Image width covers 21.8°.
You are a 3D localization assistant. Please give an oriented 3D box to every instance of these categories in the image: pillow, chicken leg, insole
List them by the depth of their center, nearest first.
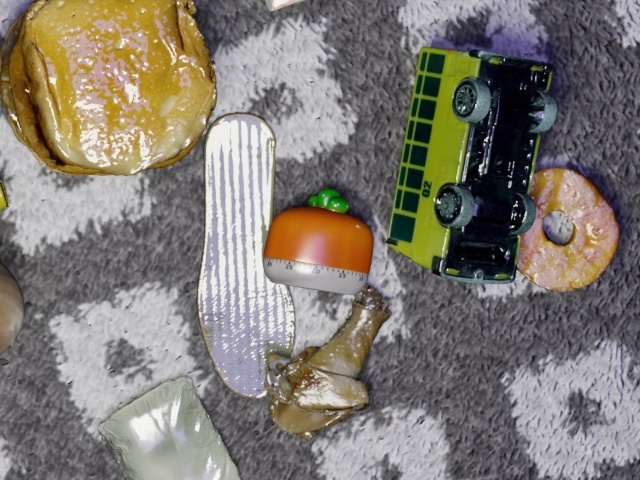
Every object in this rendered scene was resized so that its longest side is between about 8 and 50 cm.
[{"bbox_3d":[0.019,0.152,1.990,0.196,0.080,0.125,-37,99,-6],"label":"chicken leg"},{"bbox_3d":[-0.091,0.021,1.991,0.119,0.009,0.348,-2,98,-6],"label":"insole"},{"bbox_3d":[-0.167,0.283,1.996,0.128,0.051,0.229,-25,102,-1],"label":"pillow"}]

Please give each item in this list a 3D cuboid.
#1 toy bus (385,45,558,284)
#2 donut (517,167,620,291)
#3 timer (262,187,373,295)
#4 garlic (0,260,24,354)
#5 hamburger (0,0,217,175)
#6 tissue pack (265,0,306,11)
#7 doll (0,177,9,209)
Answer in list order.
[{"bbox_3d":[0.171,-0.090,1.937,0.128,0.150,0.262,6,97,-35],"label":"toy bus"},{"bbox_3d":[0.283,-0.015,2.009,0.152,0.058,0.152,-1,97,-7],"label":"donut"},{"bbox_3d":[0.000,0.000,1.959,0.136,0.099,0.136,2,85,-28],"label":"timer"},{"bbox_3d":[-0.468,0.064,1.842,0.279,0.325,0.132,18,62,-21],"label":"garlic"},{"bbox_3d":[-0.241,-0.183,1.872,0.244,0.163,0.244,0,91,-11],"label":"hamburger"},{"bbox_3d":[-0.042,-0.318,1.927,0.074,0.059,0.094,-19,99,-2],"label":"tissue pack"},{"bbox_3d":[-0.472,-0.065,1.877,0.221,0.143,0.135,-16,101,-16],"label":"doll"}]
